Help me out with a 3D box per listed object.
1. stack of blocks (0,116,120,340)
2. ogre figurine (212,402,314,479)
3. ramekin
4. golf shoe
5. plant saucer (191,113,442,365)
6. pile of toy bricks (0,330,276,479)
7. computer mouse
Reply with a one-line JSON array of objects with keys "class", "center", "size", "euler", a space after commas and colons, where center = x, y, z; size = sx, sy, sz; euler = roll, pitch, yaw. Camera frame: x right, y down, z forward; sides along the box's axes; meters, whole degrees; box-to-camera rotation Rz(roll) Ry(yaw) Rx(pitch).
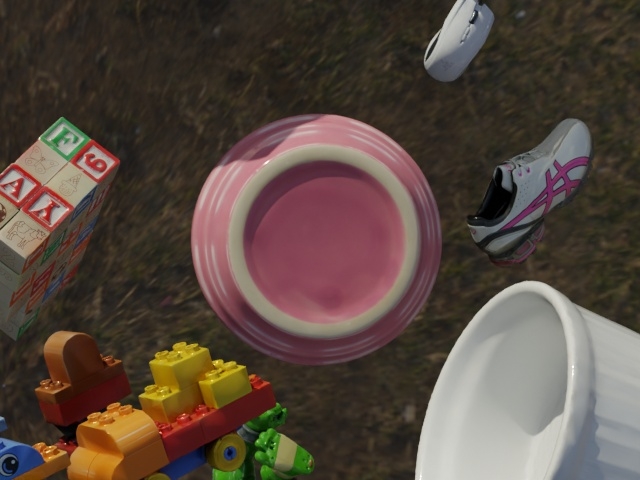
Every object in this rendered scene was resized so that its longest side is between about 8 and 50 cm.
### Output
[{"class": "stack of blocks", "center": [-0.349, 0.007, 1.603], "size": [0.087, 0.297, 0.171], "euler": [37, 57, 2]}, {"class": "ogre figurine", "center": [-0.040, 0.255, 1.293], "size": [0.197, 0.118, 0.097], "euler": [47, 41, 0]}, {"class": "ramekin", "center": [0.210, 0.188, 1.256], "size": [0.135, 0.277, 0.277], "euler": [20, 80, -18]}, {"class": "golf shoe", "center": [0.227, -0.063, 1.446], "size": [0.186, 0.067, 0.086], "euler": [-55, 128, -14]}, {"class": "plant saucer", "center": [0.000, 0.000, 1.757], "size": [0.332, 0.084, 0.332], "euler": [0, 92, -9]}, {"class": "pile of toy bricks", "center": [-0.129, 0.058, 0.439], "size": [0.212, 0.118, 0.105], "euler": [-24, 105, -36]}, {"class": "computer mouse", "center": [0.221, -0.318, 2.004], "size": [0.106, 0.042, 0.193], "euler": [25, 107, -10]}]
